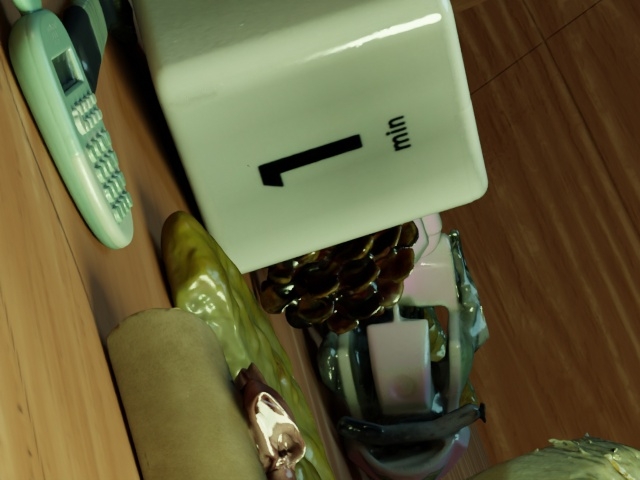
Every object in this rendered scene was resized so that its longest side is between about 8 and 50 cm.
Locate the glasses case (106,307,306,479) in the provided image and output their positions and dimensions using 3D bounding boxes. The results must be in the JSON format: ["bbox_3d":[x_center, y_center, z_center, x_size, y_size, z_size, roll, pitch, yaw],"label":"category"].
[{"bbox_3d":[-0.030,0.128,0.911,0.102,0.070,0.193,61,8,-59],"label":"glasses case"}]

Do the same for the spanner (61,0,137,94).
[{"bbox_3d":[-0.137,-0.133,1.219,0.316,0.024,0.087,-98,170,-71],"label":"spanner"}]

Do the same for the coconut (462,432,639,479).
[{"bbox_3d":[0.157,0.267,1.377,0.245,0.247,0.245,33,36,-27],"label":"coconut"}]

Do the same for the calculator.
[{"bbox_3d":[-0.129,-0.067,1.010,0.095,0.021,0.153,-87,154,-79],"label":"calculator"}]

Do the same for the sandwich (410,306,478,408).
[{"bbox_3d":[0.041,0.022,1.914,0.301,0.099,0.271,58,11,-55],"label":"sandwich"}]

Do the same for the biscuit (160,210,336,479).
[{"bbox_3d":[-0.036,0.093,1.165,0.174,0.039,0.183,62,7,-55],"label":"biscuit"}]

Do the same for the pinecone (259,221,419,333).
[{"bbox_3d":[0.000,-0.001,1.462,0.121,0.140,0.140,43,22,-51],"label":"pinecone"}]

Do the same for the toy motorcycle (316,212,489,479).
[{"bbox_3d":[0.065,0.068,1.611,0.188,0.143,0.327,-88,173,-63],"label":"toy motorcycle"}]

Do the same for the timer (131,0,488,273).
[{"bbox_3d":[-0.013,-0.123,1.353,0.194,0.195,0.192,72,0,-47],"label":"timer"}]
